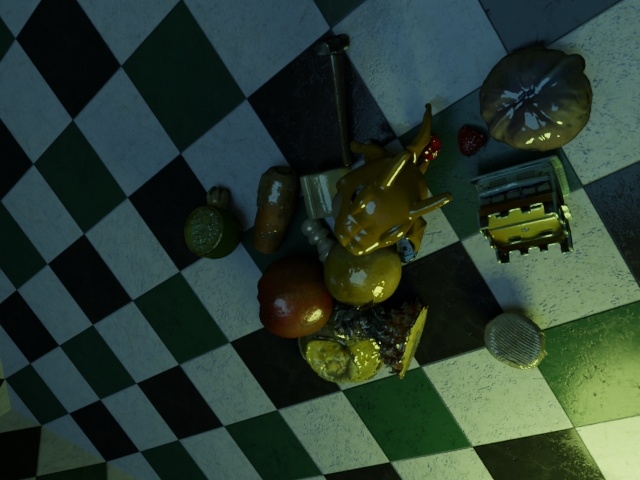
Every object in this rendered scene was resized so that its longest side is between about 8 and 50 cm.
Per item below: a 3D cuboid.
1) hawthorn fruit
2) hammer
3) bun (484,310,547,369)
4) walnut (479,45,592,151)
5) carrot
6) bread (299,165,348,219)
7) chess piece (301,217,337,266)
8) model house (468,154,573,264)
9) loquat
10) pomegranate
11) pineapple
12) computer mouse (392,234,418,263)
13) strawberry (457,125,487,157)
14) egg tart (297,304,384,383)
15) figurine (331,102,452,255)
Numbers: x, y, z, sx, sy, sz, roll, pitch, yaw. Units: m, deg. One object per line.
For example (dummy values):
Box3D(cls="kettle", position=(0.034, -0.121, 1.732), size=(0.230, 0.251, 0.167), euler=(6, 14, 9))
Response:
Box3D(cls="hawthorn fruit", position=(-0.056, 0.184, 1.642), size=(0.298, 0.277, 0.276), euler=(-10, 109, 13))
Box3D(cls="hammer", position=(0.055, -0.388, 1.426), size=(0.044, 0.111, 0.365), euler=(11, 125, 31))
Box3D(cls="bun", position=(0.576, 0.292, 1.472), size=(0.167, 0.113, 0.173), euler=(-34, 73, 29))
Box3D(cls="walnut", position=(0.494, -0.322, 1.155), size=(0.249, 0.248, 0.248), euler=(11, 117, 21))
Box3D(cls="carrot", position=(-0.145, -0.097, 1.633), size=(0.139, 0.138, 0.301), euler=(23, 128, 15))
Box3D(cls="bread", position=(0.022, -0.147, 1.522), size=(0.148, 0.134, 0.141), euler=(-8, 105, 16))
Box3D(cls="chess piece", position=(0.000, 0.000, 1.632), size=(0.170, 0.094, 0.094), euler=(50, 124, 2))
Box3D(cls="model house", position=(0.506, -0.082, 1.269), size=(0.224, 0.215, 0.198), euler=(-15, 138, 31))
Box3D(cls="loquat", position=(0.123, 0.098, 1.500), size=(0.244, 0.244, 0.243), euler=(11, 117, 21))
Box3D(cls="pomegranate", position=(-0.365, -0.051, 1.752), size=(0.190, 0.159, 0.240), euler=(-29, 71, 24))
Box3D(cls="pineapple", position=(0.172, 0.272, 1.593), size=(0.272, 0.262, 0.262), euler=(18, 120, 22))
Box3D(cls="computer mouse", position=(0.257, 0.003, 1.531), size=(0.079, 0.047, 0.134), euler=(-5, 100, 16))
Box3D(cls="strawberry", position=(0.394, -0.265, 1.327), size=(0.073, 0.073, 0.083), euler=(-44, 77, 34))
Box3D(cls="egg tart", position=(0.053, 0.387, 1.764), size=(0.346, 0.132, 0.345), euler=(12, 120, 21))
Box3D(cls="figurine", position=(0.181, -0.152, 1.299), size=(0.268, 0.387, 0.400), euler=(14, 113, 3))
